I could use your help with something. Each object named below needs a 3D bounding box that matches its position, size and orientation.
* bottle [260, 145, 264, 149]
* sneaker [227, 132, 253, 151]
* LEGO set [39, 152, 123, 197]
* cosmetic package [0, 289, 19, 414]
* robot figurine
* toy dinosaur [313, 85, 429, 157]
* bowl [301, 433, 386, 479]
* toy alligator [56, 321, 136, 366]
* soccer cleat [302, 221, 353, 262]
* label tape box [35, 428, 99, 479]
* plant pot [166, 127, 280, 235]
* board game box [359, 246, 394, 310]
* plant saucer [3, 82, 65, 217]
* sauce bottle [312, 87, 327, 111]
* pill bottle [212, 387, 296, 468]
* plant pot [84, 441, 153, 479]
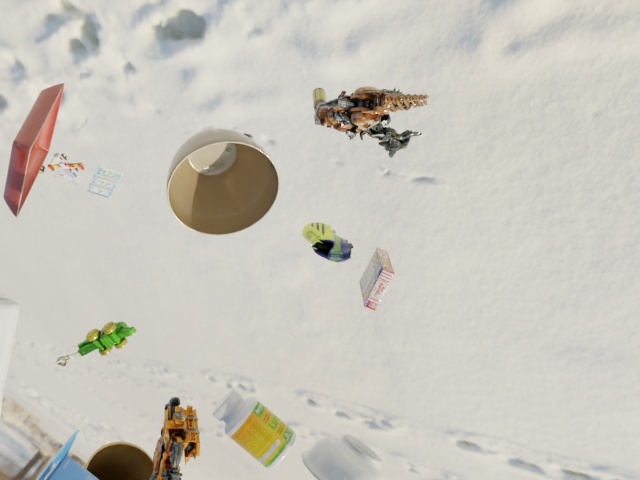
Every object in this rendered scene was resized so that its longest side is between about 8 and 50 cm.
[{"bbox_3d":[-0.280,-0.195,1.904,0.118,0.283,0.092,19,-176,6],"label":"bottle"},{"bbox_3d":[-0.259,-0.268,1.651,0.098,0.083,0.223,23,167,-8],"label":"sneaker"},{"bbox_3d":[-0.778,-0.200,1.804,0.244,0.060,0.182,20,150,-27],"label":"LEGO set"},{"bbox_3d":[-0.676,0.201,0.816,0.327,0.330,0.393,11,178,-40],"label":"cosmetic package"},{"bbox_3d":[-0.338,0.508,1.307,0.085,0.211,0.291,8,117,-22],"label":"robot figurine"},{"bbox_3d":[0.123,-0.297,1.347,0.218,0.164,0.322,9,-164,-38],"label":"toy dinosaur"},{"bbox_3d":[0.097,0.694,1.741,0.297,0.134,0.298,35,174,4],"label":"bowl"},{"bbox_3d":[-0.475,0.213,1.206,0.189,0.051,0.056,-23,119,7],"label":"toy alligator"},{"bbox_3d":[0.000,-0.001,2.034,0.289,0.121,0.094,32,118,51],"label":"soccer cleat"},{"bbox_3d":[-0.558,0.622,1.196,0.115,0.348,0.249,19,-176,-7],"label":"label tape box"},{"bbox_3d":[-0.269,-0.180,1.478,0.191,0.284,0.284,-118,7,-45],"label":"plant pot"},{"bbox_3d":[0.185,0.125,1.898,0.045,0.193,0.147,23,109,-9],"label":"board game box"},{"bbox_3d":[-0.710,-0.229,1.390,0.047,0.259,0.259,19,136,-21],"label":"plant saucer"},{"bbox_3d":[-0.001,-0.380,1.586,0.042,0.128,0.042,-1,138,-1],"label":"sauce bottle"},{"bbox_3d":[-0.207,0.570,1.733,0.245,0.136,0.136,41,149,-3],"label":"pill bottle"},{"bbox_3d":[-0.664,0.790,1.748,0.237,0.237,0.254,41,120,-7],"label":"plant pot"}]
